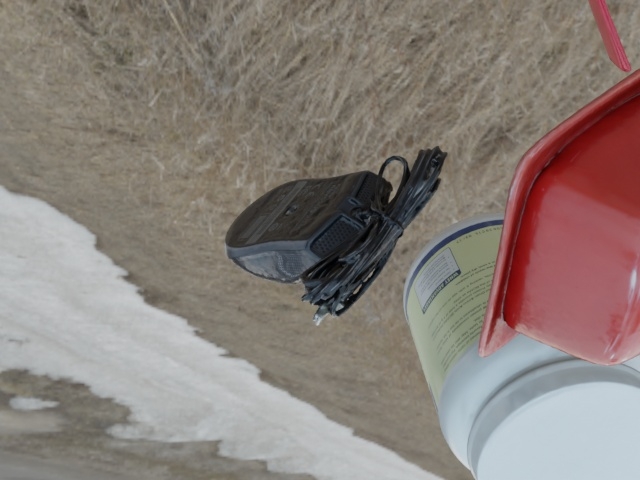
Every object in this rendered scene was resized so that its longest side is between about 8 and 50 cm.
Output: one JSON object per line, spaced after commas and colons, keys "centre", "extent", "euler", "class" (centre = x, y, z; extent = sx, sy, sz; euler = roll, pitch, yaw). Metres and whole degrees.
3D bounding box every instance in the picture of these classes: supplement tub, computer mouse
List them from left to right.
{"centre": [0.000, 0.000, 0.691], "extent": [0.072, 0.188, 0.272], "euler": [50, 156, -24], "class": "computer mouse"}
{"centre": [0.238, 0.135, 0.838], "extent": [0.235, 0.325, 0.235], "euler": [-2, 120, -4], "class": "supplement tub"}

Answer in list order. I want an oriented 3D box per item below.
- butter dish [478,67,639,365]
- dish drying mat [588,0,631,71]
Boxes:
{"centre": [0.176, 0.002, 0.379], "extent": [0.160, 0.118, 0.160], "euler": [-33, 142, -29], "class": "butter dish"}
{"centre": [0.202, -0.159, 0.505], "extent": [0.008, 0.032, 0.083], "euler": [-27, 125, 17], "class": "dish drying mat"}
